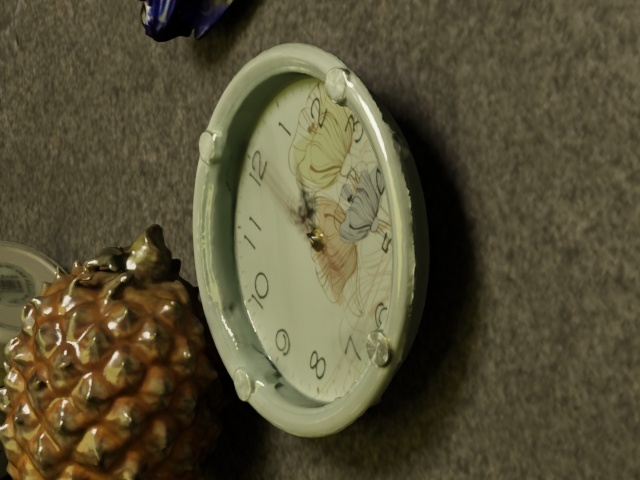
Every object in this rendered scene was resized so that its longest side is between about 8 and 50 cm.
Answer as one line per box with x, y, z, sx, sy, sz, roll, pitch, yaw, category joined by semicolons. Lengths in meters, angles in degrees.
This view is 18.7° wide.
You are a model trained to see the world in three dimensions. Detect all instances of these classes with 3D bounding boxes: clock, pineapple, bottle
0.000;0.000;1.164;0.236;0.053;0.236;8;100;57;clock
-0.130;0.081;1.273;0.166;0.166;0.193;31;109;52;pineapple
-0.277;0.126;1.526;0.120;0.120;0.253;58;135;38;bottle

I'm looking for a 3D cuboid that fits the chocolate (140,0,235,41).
-0.078;-0.287;1.234;0.148;0.126;0.343;30;127;22;chocolate
